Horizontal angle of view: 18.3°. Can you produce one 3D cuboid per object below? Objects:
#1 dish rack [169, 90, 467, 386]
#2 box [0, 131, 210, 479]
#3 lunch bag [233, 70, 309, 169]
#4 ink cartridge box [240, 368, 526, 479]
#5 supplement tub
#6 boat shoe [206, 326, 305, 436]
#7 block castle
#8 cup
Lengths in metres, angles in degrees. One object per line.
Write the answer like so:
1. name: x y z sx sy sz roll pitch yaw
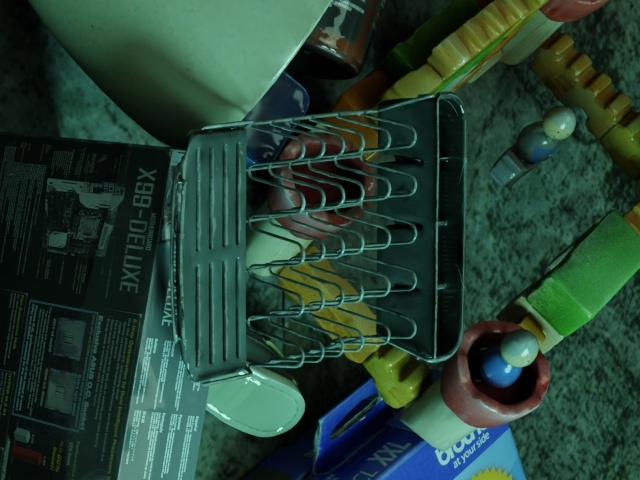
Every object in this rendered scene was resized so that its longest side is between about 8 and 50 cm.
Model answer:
1. dish rack: 0.000 0.000 1.455 0.271 0.074 0.208 -10 102 -48
2. box: -0.182 0.075 1.500 0.076 0.242 0.307 11 87 -43
3. lunch bag: -0.061 -0.110 1.708 0.067 0.065 0.098 42 68 -21
4. ink cartridge box: 0.066 0.297 1.822 0.270 0.151 0.395 -37 117 -34
5. supplement tub: 0.016 -0.247 1.734 0.106 0.106 0.198 28 76 -41
6. boat shoe: -0.109 0.091 1.690 0.081 0.068 0.228 -42 127 17
7. block castle: 0.174 -0.062 1.741 0.303 0.213 0.453 47 58 3
8. cup: -0.119 -0.264 1.501 0.237 0.331 0.331 32 73 -17
